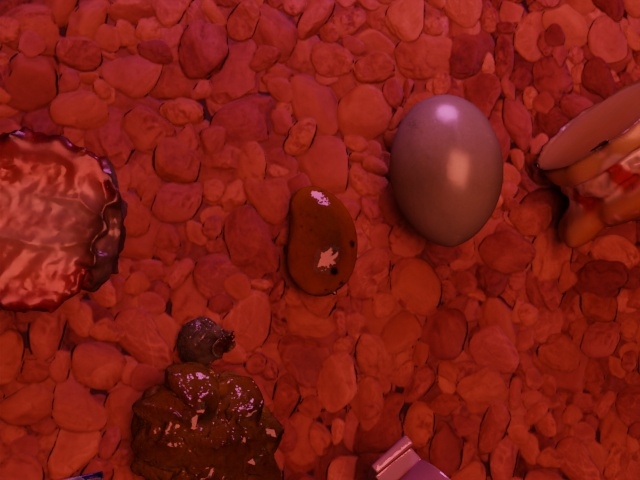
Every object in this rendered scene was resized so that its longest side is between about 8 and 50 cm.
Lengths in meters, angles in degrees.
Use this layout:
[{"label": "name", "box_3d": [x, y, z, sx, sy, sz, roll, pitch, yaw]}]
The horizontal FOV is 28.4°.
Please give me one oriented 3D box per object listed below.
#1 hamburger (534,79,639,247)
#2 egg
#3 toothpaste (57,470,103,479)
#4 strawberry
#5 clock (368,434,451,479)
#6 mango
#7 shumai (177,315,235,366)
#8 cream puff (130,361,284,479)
[{"label": "hamburger", "box_3d": [0.512, -0.125, 2.162, 0.302, 0.261, 0.186, -37, 101, -3]}, {"label": "egg", "box_3d": [0.206, -0.115, 2.073, 0.186, 0.186, 0.253, 1, 80, -20]}, {"label": "toothpaste", "box_3d": [-0.364, 0.364, 1.894, 0.083, 0.015, 0.024, -5, 84, -27]}, {"label": "strawberry", "box_3d": [-0.452, -0.032, 1.850, 0.336, 0.149, 0.265, 8, 87, -9]}, {"label": "clock", "box_3d": [0.192, 0.468, 1.957, 0.080, 0.290, 0.275, -38, 61, -18]}, {"label": "mango", "box_3d": [0.003, 0.002, 2.039, 0.115, 0.090, 0.178, 6, 73, -12]}, {"label": "shumai", "box_3d": [-0.177, 0.159, 1.952, 0.082, 0.080, 0.083, 29, 76, -13]}, {"label": "cream puff", "box_3d": [-0.166, 0.301, 1.898, 0.244, 0.196, 0.244, -15, 118, -30]}]
